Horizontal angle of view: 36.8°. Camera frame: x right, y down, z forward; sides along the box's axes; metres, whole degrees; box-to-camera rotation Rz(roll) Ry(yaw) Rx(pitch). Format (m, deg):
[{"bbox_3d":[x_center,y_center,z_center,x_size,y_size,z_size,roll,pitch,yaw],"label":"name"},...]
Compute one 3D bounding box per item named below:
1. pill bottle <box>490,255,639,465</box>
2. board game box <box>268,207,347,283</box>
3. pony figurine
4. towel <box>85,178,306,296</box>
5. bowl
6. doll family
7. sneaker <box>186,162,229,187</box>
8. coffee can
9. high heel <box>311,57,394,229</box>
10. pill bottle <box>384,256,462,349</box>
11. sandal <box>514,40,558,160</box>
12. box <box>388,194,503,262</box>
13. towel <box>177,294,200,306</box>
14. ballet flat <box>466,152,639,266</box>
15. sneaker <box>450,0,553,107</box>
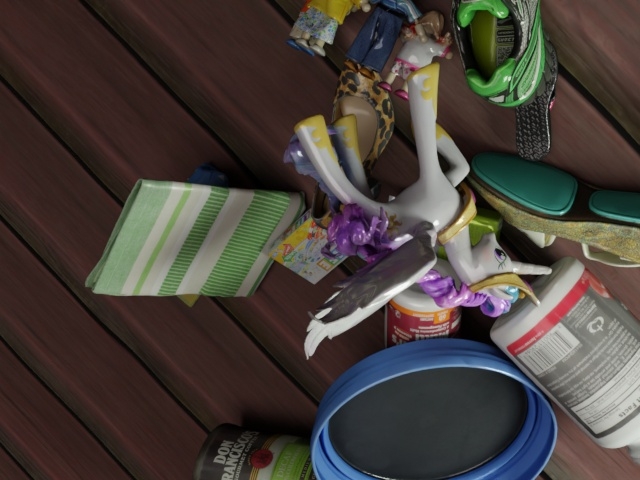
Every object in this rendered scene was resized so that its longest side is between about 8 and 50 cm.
[{"bbox_3d":[0.420,0.191,1.419,0.318,0.176,0.176,45,122,2],"label":"pill bottle"},{"bbox_3d":[0.000,0.000,1.602,0.103,0.026,0.154,32,126,-24],"label":"board game box"},{"bbox_3d":[0.101,-0.014,1.320,0.351,0.303,0.363,-25,84,-10],"label":"pony figurine"},{"bbox_3d":[-0.196,0.001,1.573,0.248,0.324,0.038,-57,48,31],"label":"towel"},{"bbox_3d":[0.177,0.309,1.541,0.391,0.077,0.391,-3,129,-3],"label":"bowl"},{"bbox_3d":[0.068,-0.327,1.389,0.263,0.118,0.163,28,92,13],"label":"doll family"},{"bbox_3d":[-0.223,-0.061,1.685,0.091,0.126,0.240,41,154,-21],"label":"sneaker"},{"bbox_3d":[-0.068,0.453,1.748,0.275,0.201,0.202,5,113,23],"label":"coffee can"},{"bbox_3d":[0.037,-0.150,1.452,0.093,0.186,0.261,8,114,27],"label":"high heel"},{"bbox_3d":[0.162,0.142,1.534,0.121,0.121,0.221,14,132,20],"label":"pill bottle"},{"bbox_3d":[0.309,-0.204,1.389,0.067,0.040,0.179,8,118,23],"label":"sandal"},{"bbox_3d":[0.192,-0.010,1.523,0.178,0.042,0.109,16,117,19],"label":"box"},{"bbox_3d":[-0.257,0.081,1.796,0.083,0.009,0.060,41,123,6],"label":"towel"},{"bbox_3d":[0.371,-0.031,1.394,0.348,0.123,0.123,16,117,19],"label":"ballet flat"},{"bbox_3d":[0.237,-0.352,1.282,0.134,0.146,0.344,-8,92,28],"label":"sneaker"}]
